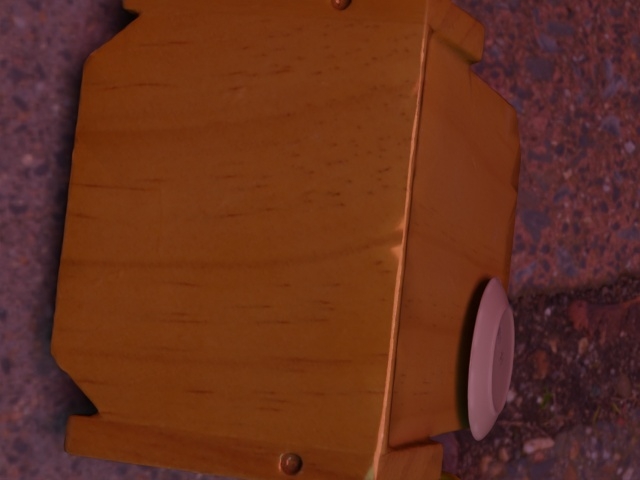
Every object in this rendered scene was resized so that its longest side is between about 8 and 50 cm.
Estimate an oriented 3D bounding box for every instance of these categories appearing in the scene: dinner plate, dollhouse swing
[{"bbox_3d":[0.149,0.101,0.850,0.141,0.017,0.141,4,90,-68],"label":"dinner plate"},{"bbox_3d":[0.000,0.000,0.819,0.315,0.305,0.346,5,87,10],"label":"dollhouse swing"}]

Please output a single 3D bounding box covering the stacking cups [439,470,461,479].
[{"bbox_3d":[0.191,0.332,0.925,0.316,0.096,0.096,42,70,-28],"label":"stacking cups"}]
